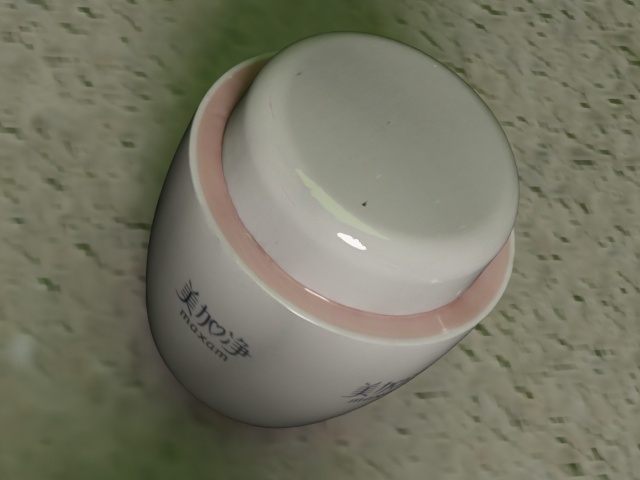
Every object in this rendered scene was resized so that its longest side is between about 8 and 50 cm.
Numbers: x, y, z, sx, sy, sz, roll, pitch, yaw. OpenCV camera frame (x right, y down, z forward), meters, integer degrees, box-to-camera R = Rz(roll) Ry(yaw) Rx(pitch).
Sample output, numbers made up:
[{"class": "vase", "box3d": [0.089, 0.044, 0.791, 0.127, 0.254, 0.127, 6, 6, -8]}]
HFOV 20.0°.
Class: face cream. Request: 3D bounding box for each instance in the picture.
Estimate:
[{"class": "face cream", "box3d": [0.000, 0.000, 0.478, 0.091, 0.095, 0.091, 15, 51, -19]}]
